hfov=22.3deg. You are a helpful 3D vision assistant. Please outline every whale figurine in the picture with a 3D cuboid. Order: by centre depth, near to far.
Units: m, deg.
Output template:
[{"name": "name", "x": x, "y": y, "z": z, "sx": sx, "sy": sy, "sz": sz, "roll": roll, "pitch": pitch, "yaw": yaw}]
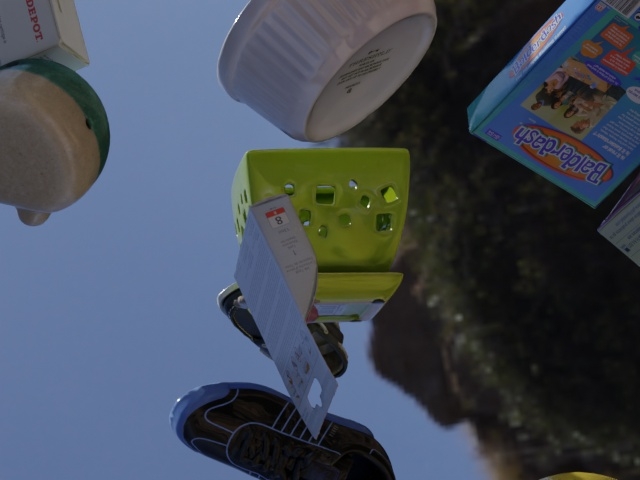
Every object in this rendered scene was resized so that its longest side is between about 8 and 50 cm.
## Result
[{"name": "whale figurine", "x": -0.366, "y": -0.121, "z": 1.894, "sx": 0.216, "sy": 0.272, "sz": 0.141, "roll": 64, "pitch": -145, "yaw": -23}]

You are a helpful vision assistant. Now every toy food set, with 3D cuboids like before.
[{"name": "toy food set", "x": -0.042, "y": 0.071, "z": 1.642, "sx": 0.122, "sy": 0.078, "sz": 0.019, "roll": 150, "pitch": 130, "yaw": -75}]

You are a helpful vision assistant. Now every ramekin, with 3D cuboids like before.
[{"name": "ramekin", "x": 0.018, "y": -0.233, "z": 1.913, "sx": 0.127, "sy": 0.273, "sz": 0.273, "roll": 48, "pitch": -160, "yaw": 15}]

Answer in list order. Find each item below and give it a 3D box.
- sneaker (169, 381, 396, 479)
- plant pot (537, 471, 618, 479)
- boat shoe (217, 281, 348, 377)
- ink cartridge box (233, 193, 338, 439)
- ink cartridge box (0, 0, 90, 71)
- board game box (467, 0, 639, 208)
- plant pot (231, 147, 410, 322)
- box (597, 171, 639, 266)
[{"name": "sneaker", "x": -0.030, "y": 0.201, "z": 1.562, "sx": 0.232, "sy": 0.081, "sz": 0.090, "roll": 15, "pitch": -162, "yaw": -26}, {"name": "plant pot", "x": 0.305, "y": 0.437, "z": 1.944, "sx": 0.239, "sy": 0.254, "sz": 0.254, "roll": -46, "pitch": -59, "yaw": -71}, {"name": "boat shoe", "x": -0.046, "y": 0.136, "z": 2.461, "sx": 0.302, "sy": 0.114, "sz": 0.091, "roll": 25, "pitch": -143, "yaw": -52}, {"name": "ink cartridge box", "x": -0.017, "y": 0.068, "z": 1.423, "sx": 0.179, "sy": 0.045, "sz": 0.145, "roll": 61, "pitch": 161, "yaw": 20}, {"name": "ink cartridge box", "x": -0.399, "y": -0.251, "z": 1.955, "sx": 0.087, "sy": 0.208, "sz": 0.153, "roll": 32, "pitch": -140, "yaw": -68}, {"name": "board game box", "x": 0.265, "y": -0.145, "z": 1.523, "sx": 0.160, "sy": 0.210, "sz": 0.047, "roll": 30, "pitch": -147, "yaw": -21}, {"name": "plant pot", "x": 0.000, "y": 0.000, "z": 2.205, "sx": 0.228, "sy": 0.227, "sz": 0.207, "roll": 120, "pitch": 149, "yaw": -75}, {"name": "box", "x": 0.448, "y": -0.025, "z": 1.651, "sx": 0.243, "sy": 0.117, "sz": 0.213, "roll": 40, "pitch": -120, "yaw": 1}]
